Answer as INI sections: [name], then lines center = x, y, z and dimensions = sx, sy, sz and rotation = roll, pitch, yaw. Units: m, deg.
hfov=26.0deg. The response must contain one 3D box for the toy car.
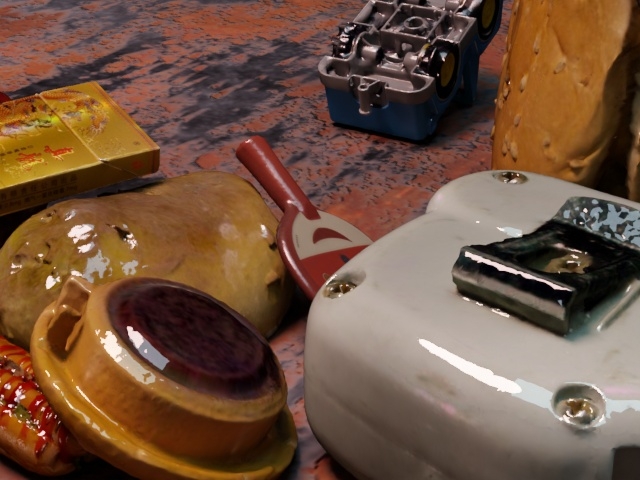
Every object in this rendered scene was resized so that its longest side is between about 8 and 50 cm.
[toy car]
center = 0.078, -0.147, 1.130
dimensions = 0.097, 0.100, 0.191
rotation = 15, 49, 24

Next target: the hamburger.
[hamburger]
center = 0.187, -0.130, 0.877
dimensions = 0.144, 0.283, 0.259
rotation = 16, 21, 7

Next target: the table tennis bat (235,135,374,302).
[table tennis bat]
center = 0.000, 0.000, 0.818
dimensions = 0.155, 0.019, 0.098
rotation = 53, 30, 18

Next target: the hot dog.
[hot dog]
center = -0.161, 0.078, 0.705
dimensions = 0.144, 0.038, 0.062
rotation = 23, 33, 36

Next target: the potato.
[potato]
center = -0.103, 0.006, 0.814
dimensions = 0.164, 0.081, 0.200
rotation = 21, 29, 35

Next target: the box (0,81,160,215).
[box]
center = -0.182, -0.050, 0.815
dimensions = 0.156, 0.022, 0.089
rotation = -17, 44, -29

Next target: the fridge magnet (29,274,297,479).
[fridge magnet]
center = -0.072, 0.067, 0.677
dimensions = 0.143, 0.063, 0.143
rotation = 25, 23, -12

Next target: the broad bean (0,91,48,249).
[broad bean]
center = -0.223, -0.027, 0.862
dimensions = 0.114, 0.084, 0.165
rotation = -22, 32, 4

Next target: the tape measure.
[tape measure]
center = 0.134, 0.054, 0.678
dimensions = 0.243, 0.125, 0.246
rotation = 19, 30, 31
